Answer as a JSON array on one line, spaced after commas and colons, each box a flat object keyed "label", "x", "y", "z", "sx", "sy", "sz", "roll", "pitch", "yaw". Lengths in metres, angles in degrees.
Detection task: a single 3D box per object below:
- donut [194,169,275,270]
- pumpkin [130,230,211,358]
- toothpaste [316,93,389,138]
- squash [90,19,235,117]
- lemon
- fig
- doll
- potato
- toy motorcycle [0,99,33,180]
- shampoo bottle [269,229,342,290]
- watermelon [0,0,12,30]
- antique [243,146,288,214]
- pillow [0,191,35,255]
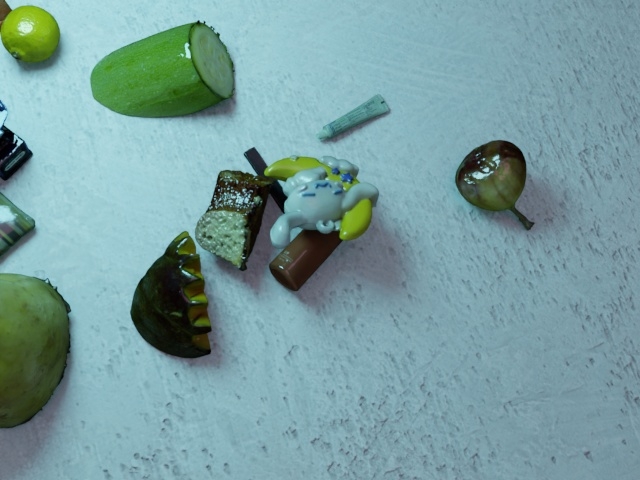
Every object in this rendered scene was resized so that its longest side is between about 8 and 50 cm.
[{"label": "donut", "x": -0.174, "y": -0.049, "z": 1.272, "sx": 0.126, "sy": 0.144, "sz": 0.186, "roll": 19, "pitch": 96, "yaw": 2}, {"label": "pumpkin", "x": -0.298, "y": 0.106, "z": 1.192, "sx": 0.149, "sy": 0.130, "sz": 0.254, "roll": -10, "pitch": 79, "yaw": -14}, {"label": "toothpaste", "x": 0.073, "y": -0.280, "z": 1.425, "sx": 0.197, "sy": 0.029, "sz": 0.048, "roll": -31, "pitch": 86, "yaw": -20}, {"label": "squash", "x": -0.343, "y": -0.360, "z": 1.364, "sx": 0.260, "sy": 0.189, "sz": 0.189, "roll": -15, "pitch": 76, "yaw": 21}, {"label": "lemon", "x": -0.602, "y": -0.426, "z": 1.282, "sx": 0.109, "sy": 0.109, "sz": 0.133, "roll": 16, "pitch": 64, "yaw": -7}, {"label": "fig", "x": 0.408, "y": -0.110, "z": 1.393, "sx": 0.160, "sy": 0.143, "sz": 0.231, "roll": -31, "pitch": 90, "yaw": 13}, {"label": "doll", "x": -0.001, "y": -0.084, "z": 1.241, "sx": 0.252, "sy": 0.111, "sz": 0.237, "roll": -2, "pitch": 52, "yaw": -23}, {"label": "potato", "x": -0.570, "y": 0.180, "z": 1.076, "sx": 0.242, "sy": 0.242, "sz": 0.285, "roll": 22, "pitch": 75, "yaw": -5}, {"label": "toy motorcycle", "x": -0.732, "y": -0.275, "z": 1.170, "sx": 0.358, "sy": 0.212, "sz": 0.125, "roll": 39, "pitch": 69, "yaw": -4}, {"label": "shampoo bottle", "x": -0.001, "y": -0.002, "z": 1.308, "sx": 0.085, "sy": 0.085, "sz": 0.244, "roll": 45, "pitch": 69, "yaw": 2}, {"label": "watermelon", "x": -0.696, "y": -0.481, "z": 1.309, "sx": 0.094, "sy": 0.125, "sz": 0.135, "roll": 9, "pitch": 103, "yaw": -40}, {"label": "antique", "x": -0.104, "y": -0.120, "z": 1.352, "sx": 0.031, "sy": 0.015, "sz": 0.192, "roll": -32, "pitch": 84, "yaw": -19}, {"label": "pillow", "x": -0.700, "y": -0.028, "z": 1.184, "sx": 0.208, "sy": 0.052, "sz": 0.212, "roll": 42, "pitch": 72, "yaw": -2}]
